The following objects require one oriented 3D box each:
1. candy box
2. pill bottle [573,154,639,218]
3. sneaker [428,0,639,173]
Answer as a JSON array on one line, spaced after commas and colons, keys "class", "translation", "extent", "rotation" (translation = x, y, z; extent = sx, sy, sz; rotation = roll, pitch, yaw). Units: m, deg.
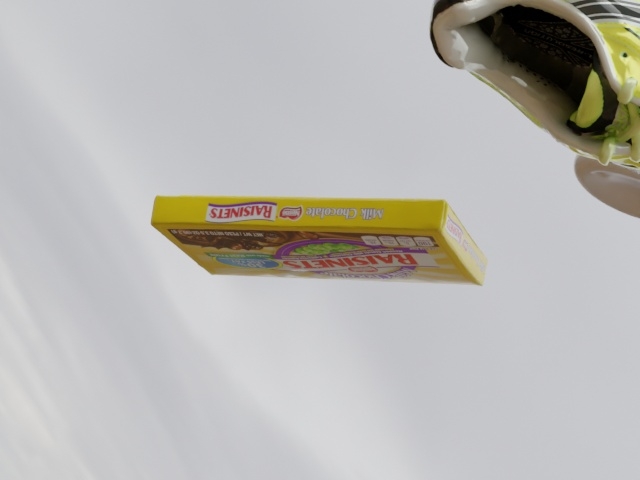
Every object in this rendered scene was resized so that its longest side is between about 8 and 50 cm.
[{"class": "candy box", "translation": [0.000, 0.000, 1.088], "extent": [0.205, 0.027, 0.105], "rotation": [2, -18, 22]}, {"class": "pill bottle", "translation": [0.311, -0.131, 1.418], "extent": [0.117, 0.215, 0.117], "rotation": [23, -15, 6]}, {"class": "sneaker", "translation": [0.238, -0.076, 1.030], "extent": [0.384, 0.147, 0.145], "rotation": [28, -48, 22]}]
